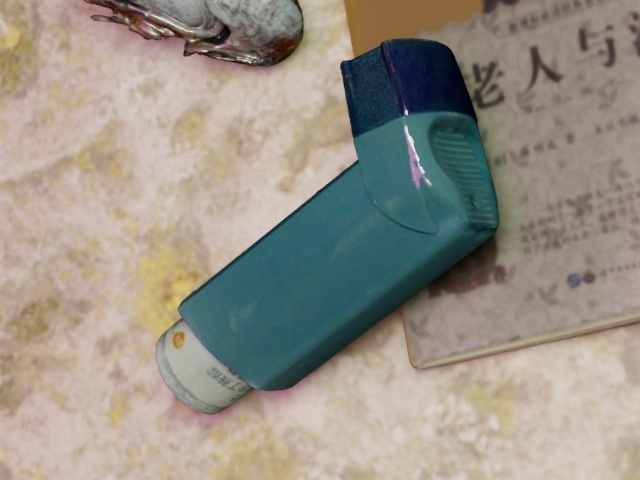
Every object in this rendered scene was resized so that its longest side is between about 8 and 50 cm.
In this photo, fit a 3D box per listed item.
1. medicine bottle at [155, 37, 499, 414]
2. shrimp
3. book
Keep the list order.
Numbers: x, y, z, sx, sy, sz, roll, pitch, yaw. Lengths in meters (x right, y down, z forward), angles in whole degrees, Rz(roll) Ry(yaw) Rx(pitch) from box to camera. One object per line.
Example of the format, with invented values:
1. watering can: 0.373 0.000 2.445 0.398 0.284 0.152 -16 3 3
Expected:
1. medicine bottle: 0.000 0.000 1.056 0.258 0.079 0.124 -41 68 28
2. shrimp: -0.108 -0.170 1.153 0.233 0.079 0.090 19 56 28
3. book: 0.138 -0.138 1.051 0.269 0.032 0.389 -16 77 25
